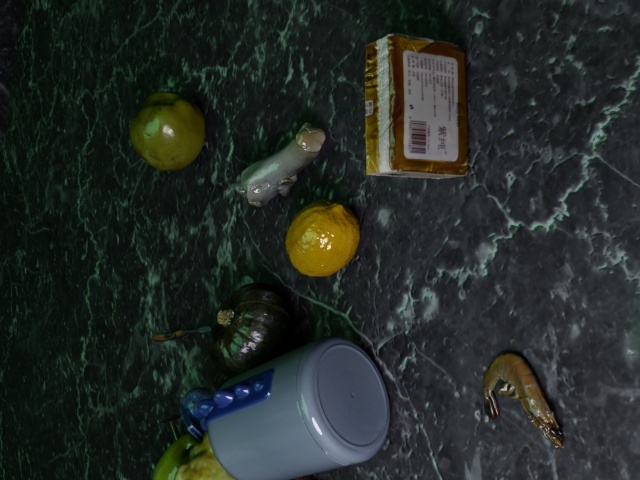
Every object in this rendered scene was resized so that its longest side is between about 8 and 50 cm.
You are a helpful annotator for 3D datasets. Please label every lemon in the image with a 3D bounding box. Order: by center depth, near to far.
[{"bbox_3d":[0.000,0.000,1.467,0.142,0.142,0.187,59,136,29],"label":"lemon"}]

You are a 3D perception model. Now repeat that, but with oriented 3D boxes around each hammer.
[{"bbox_3d":[-0.366,0.558,1.961,0.013,0.062,0.198,-42,66,36],"label":"hammer"}]

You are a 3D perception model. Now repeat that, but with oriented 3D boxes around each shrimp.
[{"bbox_3d":[0.317,0.272,1.197,0.124,0.034,0.178,-51,53,39],"label":"shrimp"}]

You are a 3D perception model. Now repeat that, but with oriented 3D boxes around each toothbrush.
[{"bbox_3d":[-0.371,0.250,1.972,0.321,0.031,0.023,-13,53,47],"label":"toothbrush"}]

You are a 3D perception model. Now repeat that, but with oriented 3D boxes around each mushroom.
[{"bbox_3d":[-0.084,-0.161,1.595,0.278,0.096,0.099,-34,67,39],"label":"mushroom"}]

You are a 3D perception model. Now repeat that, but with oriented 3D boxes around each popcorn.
[{"bbox_3d":[-0.218,0.557,1.646,0.235,0.241,0.250,32,156,17],"label":"popcorn"}]

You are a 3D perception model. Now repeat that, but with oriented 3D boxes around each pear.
[{"bbox_3d":[-0.320,0.580,1.814,0.187,0.188,0.219,35,115,42],"label":"pear"},{"bbox_3d":[-0.382,-0.272,1.863,0.200,0.200,0.199,1,92,48],"label":"pear"}]

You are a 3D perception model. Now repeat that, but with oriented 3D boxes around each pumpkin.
[{"bbox_3d":[-0.158,0.196,1.614,0.224,0.157,0.223,-44,28,31],"label":"pumpkin"}]

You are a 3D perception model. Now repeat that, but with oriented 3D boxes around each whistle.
[{"bbox_3d":[-0.282,0.396,1.743,0.158,0.090,0.090,-144,61,-64],"label":"whistle"}]

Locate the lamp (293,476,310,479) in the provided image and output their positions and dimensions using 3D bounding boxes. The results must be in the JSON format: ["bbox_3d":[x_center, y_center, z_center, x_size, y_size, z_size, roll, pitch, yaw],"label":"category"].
[{"bbox_3d":[-0.028,0.614,1.525,0.215,0.151,0.223,-56,9,26],"label":"lamp"}]

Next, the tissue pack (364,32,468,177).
[{"bbox_3d":[0.166,-0.219,1.242,0.092,0.183,0.226,-5,87,53],"label":"tissue pack"}]

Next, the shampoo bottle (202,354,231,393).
[{"bbox_3d":[-0.150,0.389,1.688,0.350,0.084,0.125,48,122,36],"label":"shampoo bottle"}]

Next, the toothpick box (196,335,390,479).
[{"bbox_3d":[-0.076,0.339,1.438,0.355,0.263,0.262,-28,70,36],"label":"toothpick box"}]
